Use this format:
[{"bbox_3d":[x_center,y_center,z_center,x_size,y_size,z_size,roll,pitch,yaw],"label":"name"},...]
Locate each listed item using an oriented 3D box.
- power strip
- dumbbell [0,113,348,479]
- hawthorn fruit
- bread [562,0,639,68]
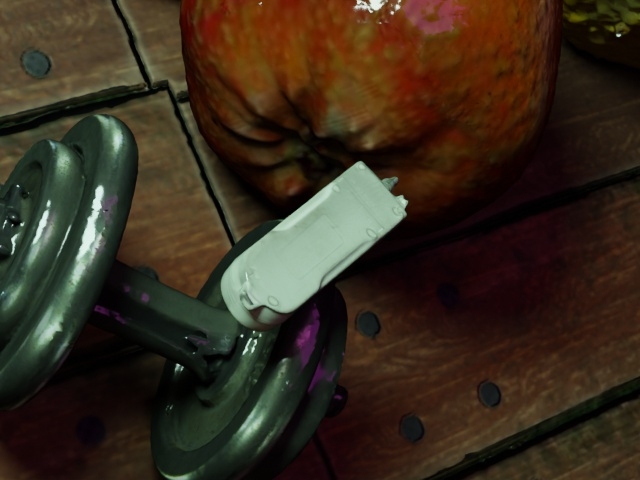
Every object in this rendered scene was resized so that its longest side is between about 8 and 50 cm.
[{"bbox_3d":[0.000,0.000,1.043,0.047,0.030,0.191,49,40,2],"label":"power strip"},{"bbox_3d":[-0.108,0.042,1.085,0.290,0.192,0.192,27,58,-22],"label":"dumbbell"},{"bbox_3d":[0.044,-0.140,1.221,0.275,0.275,0.300,49,35,-9],"label":"hawthorn fruit"},{"bbox_3d":[0.340,-0.257,1.416,0.337,0.358,0.204,2,79,-18],"label":"bread"}]
